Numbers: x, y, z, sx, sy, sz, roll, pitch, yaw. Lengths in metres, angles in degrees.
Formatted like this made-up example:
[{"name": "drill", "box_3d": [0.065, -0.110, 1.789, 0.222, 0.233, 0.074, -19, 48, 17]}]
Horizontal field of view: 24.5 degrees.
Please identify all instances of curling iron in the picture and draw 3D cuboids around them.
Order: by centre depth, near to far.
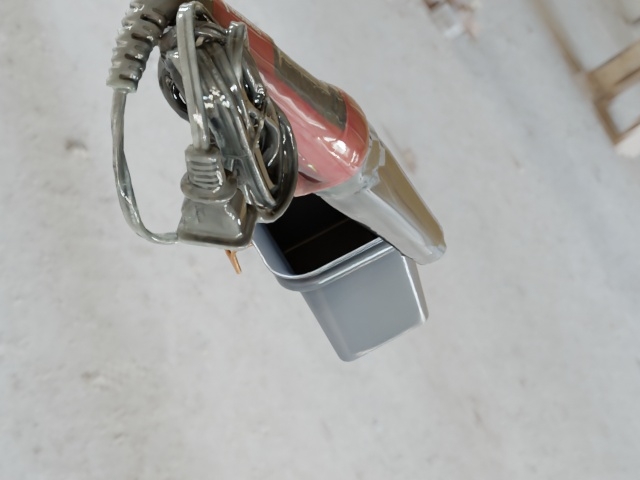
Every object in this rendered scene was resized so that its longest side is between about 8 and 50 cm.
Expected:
[{"name": "curling iron", "box_3d": [-0.002, -0.019, 0.468, 0.274, 0.035, 0.068, 24, 70, -72]}]

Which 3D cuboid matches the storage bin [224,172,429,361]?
[{"name": "storage bin", "box_3d": [0.000, 0.000, 0.803, 0.135, 0.098, 0.091, 57, -8, 48]}]
